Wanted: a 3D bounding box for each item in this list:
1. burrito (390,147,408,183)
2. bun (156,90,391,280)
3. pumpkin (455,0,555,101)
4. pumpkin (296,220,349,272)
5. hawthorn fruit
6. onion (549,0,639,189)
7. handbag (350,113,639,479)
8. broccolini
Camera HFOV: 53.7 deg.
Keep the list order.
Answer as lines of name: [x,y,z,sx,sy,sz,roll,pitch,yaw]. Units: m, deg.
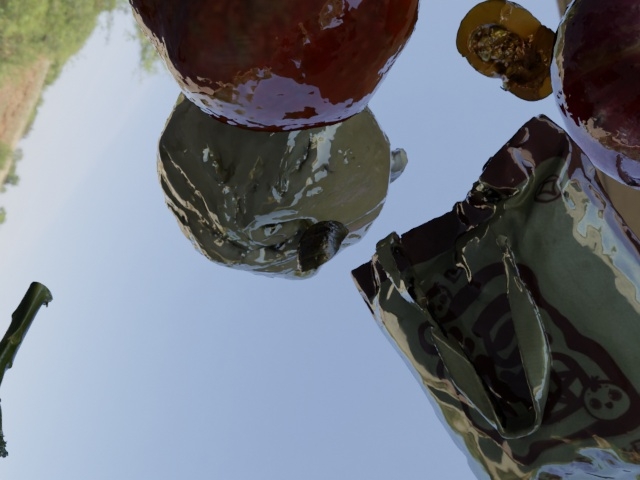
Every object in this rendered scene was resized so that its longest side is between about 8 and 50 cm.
burrito: [0.058,-0.134,1.493,0.332,0.191,0.135,-5,-88,54]
bun: [-0.053,-0.077,0.887,0.326,0.362,0.234,-24,-133,1]
pumpkin: [0.313,-0.304,1.016,0.183,0.108,0.119,43,-60,9]
pumpkin: [-0.001,-0.001,0.640,0.050,0.028,0.083,-20,-156,22]
hawthorn fruit: [-0.016,-0.242,0.616,0.287,0.330,0.286,1,-88,24]
onion: [0.362,-0.192,0.669,0.256,0.230,0.272,-48,169,-21]
handbag: [0.142,0.067,0.405,0.235,0.127,0.213,58,-44,14]
broccolini: [-0.405,0.185,0.819,0.078,0.074,0.392,-50,-157,29]
